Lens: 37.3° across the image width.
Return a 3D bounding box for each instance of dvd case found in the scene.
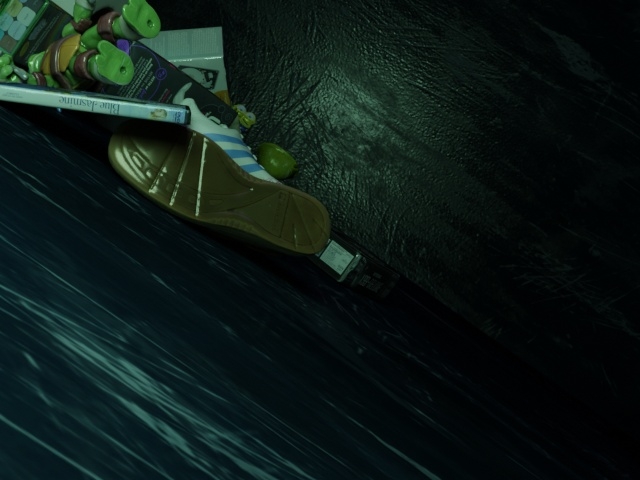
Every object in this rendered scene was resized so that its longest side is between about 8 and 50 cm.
[{"bbox_3d":[-0.303,-0.187,1.286,0.253,0.022,0.180,6,9,-10],"label":"dvd case"}]

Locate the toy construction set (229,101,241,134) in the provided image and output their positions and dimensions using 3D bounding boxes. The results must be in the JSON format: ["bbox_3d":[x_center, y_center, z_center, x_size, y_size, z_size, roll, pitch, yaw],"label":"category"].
[{"bbox_3d":[-0.311,-0.272,2.098,0.327,0.215,0.151,31,-39,19],"label":"toy construction set"}]

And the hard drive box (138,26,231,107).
[{"bbox_3d":[-0.305,-0.334,1.932,0.181,0.232,0.089,87,-2,-57],"label":"hard drive box"}]

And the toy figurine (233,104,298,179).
[{"bbox_3d":[-0.256,-0.222,2.478,0.362,0.191,0.217,42,33,-7],"label":"toy figurine"}]

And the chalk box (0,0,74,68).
[{"bbox_3d":[-0.564,-0.409,1.740,0.132,0.132,0.213,36,3,5],"label":"chalk box"}]

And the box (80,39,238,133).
[{"bbox_3d":[-0.319,-0.259,1.775,0.270,0.165,0.143,32,5,-42],"label":"box"}]

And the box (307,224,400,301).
[{"bbox_3d":[0.000,0.000,2.026,0.307,0.076,0.242,37,4,28],"label":"box"}]

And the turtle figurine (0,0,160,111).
[{"bbox_3d":[-0.388,-0.311,1.392,0.266,0.275,0.198,3,26,38],"label":"turtle figurine"}]

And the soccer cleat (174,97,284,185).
[{"bbox_3d":[-0.125,-0.107,1.530,0.331,0.116,0.143,41,31,-43],"label":"soccer cleat"}]

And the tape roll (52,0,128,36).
[{"bbox_3d":[-0.532,-0.474,1.972,0.169,0.246,0.246,36,4,8],"label":"tape roll"}]

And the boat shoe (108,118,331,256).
[{"bbox_3d":[-0.155,-0.060,1.363,0.342,0.123,0.123,22,-22,-23],"label":"boat shoe"}]
